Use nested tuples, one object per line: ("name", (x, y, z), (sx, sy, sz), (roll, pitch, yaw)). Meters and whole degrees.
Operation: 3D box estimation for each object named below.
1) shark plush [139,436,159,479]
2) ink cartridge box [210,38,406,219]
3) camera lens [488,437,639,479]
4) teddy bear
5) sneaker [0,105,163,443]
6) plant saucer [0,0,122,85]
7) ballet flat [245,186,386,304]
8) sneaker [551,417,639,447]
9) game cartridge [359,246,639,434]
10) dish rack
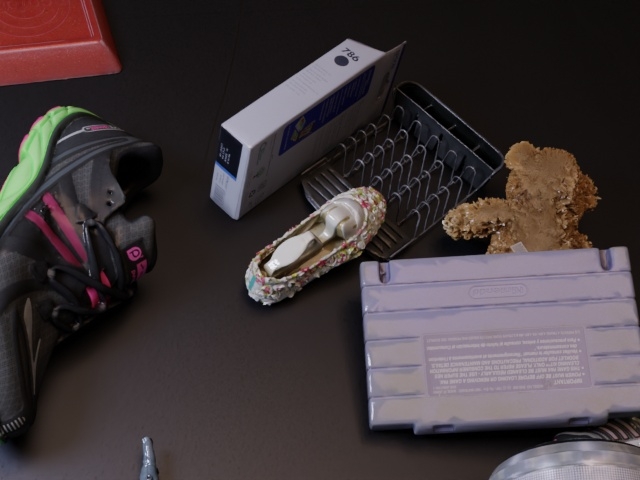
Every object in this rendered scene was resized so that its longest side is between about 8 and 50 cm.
("shark plush", (-0.185, 0.302, 1.176), (0.073, 0.067, 0.161), (10, 51, -5))
("ink cartridge box", (-0.017, -0.177, 1.493), (0.065, 0.165, 0.332), (41, 56, 18))
("camera lens", (0.299, 0.374, 1.144), (0.219, 0.219, 0.274), (8, 54, -8))
("teddy bear", (0.296, 0.027, 1.473), (0.245, 0.113, 0.338), (-1, 63, -5))
("sneaker", (-0.312, 0.023, 1.273), (0.202, 0.185, 0.483), (12, 55, 0))
("plant saucer", (-0.459, -0.353, 1.588), (0.258, 0.048, 0.259), (-10, 59, -19))
("ballet flat", (0.000, 0.000, 1.395), (0.241, 0.077, 0.091), (-40, 72, -17))
("sneaker", (0.375, 0.254, 1.347), (0.170, 0.063, 0.075), (-1, 49, -12))
("game cartridge", (0.233, 0.131, 1.334), (0.355, 0.068, 0.230), (-3, 74, 2))
("dish rack", (0.115, -0.100, 1.526), (0.208, 0.074, 0.271), (42, 57, 18))
